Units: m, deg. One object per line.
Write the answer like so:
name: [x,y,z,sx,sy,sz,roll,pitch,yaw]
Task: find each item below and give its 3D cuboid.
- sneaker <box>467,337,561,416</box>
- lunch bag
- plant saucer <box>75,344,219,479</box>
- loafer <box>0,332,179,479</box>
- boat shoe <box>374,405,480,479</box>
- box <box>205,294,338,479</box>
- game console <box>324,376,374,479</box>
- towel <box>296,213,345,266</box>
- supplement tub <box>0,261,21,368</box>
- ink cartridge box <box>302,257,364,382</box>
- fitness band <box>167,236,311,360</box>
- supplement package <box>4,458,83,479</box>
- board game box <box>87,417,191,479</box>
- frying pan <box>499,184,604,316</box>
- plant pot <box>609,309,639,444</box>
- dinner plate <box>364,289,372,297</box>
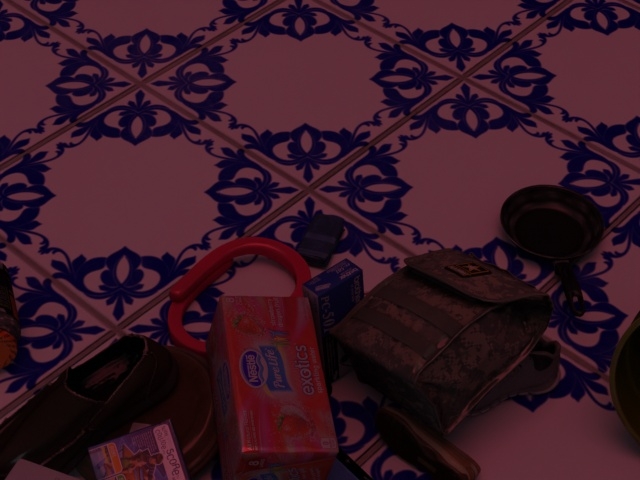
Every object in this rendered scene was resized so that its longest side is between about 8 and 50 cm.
sneaker: [0.297,0.208,1.993,0.229,0.132,0.086,-15,47,-15]
lunch bag: [0.203,0.134,1.944,0.287,0.169,0.235,-42,37,-16]
plant saucer: [-0.283,0.280,1.945,0.278,0.041,0.277,-5,52,6]
loafer: [-0.397,0.257,1.875,0.366,0.130,0.134,-38,55,-18]
boat shoe: [0.173,0.327,1.930,0.190,0.068,0.072,40,44,21]
box: [-0.082,0.241,1.862,0.154,0.142,0.299,3,47,-15]
game console: [-0.030,0.321,1.940,0.213,0.044,0.361,-31,54,-27]
towel: [0.000,0.000,2.269,0.067,0.029,0.119,14,47,13]
supplement tub: [-0.583,0.127,2.074,0.117,0.117,0.190,-12,46,-13]
ink cartridge box: [0.026,0.138,2.004,0.097,0.207,0.046,-30,45,-27]
fitness band: [-0.145,0.108,2.149,0.209,0.054,0.291,30,53,22]
supplement package: [-0.353,0.473,1.629,0.199,0.262,0.198,16,47,15]
board game box: [-0.260,0.387,1.821,0.136,0.035,0.201,-19,66,-6]
frying pan: [0.467,0.012,2.248,0.197,0.053,0.326,-19,50,-18]
plant pot: [0.684,0.145,1.942,0.367,0.366,0.353,17,36,15]
dinner plate: [0.106,0.142,2.135,0.141,0.017,0.141,2,44,-2]
